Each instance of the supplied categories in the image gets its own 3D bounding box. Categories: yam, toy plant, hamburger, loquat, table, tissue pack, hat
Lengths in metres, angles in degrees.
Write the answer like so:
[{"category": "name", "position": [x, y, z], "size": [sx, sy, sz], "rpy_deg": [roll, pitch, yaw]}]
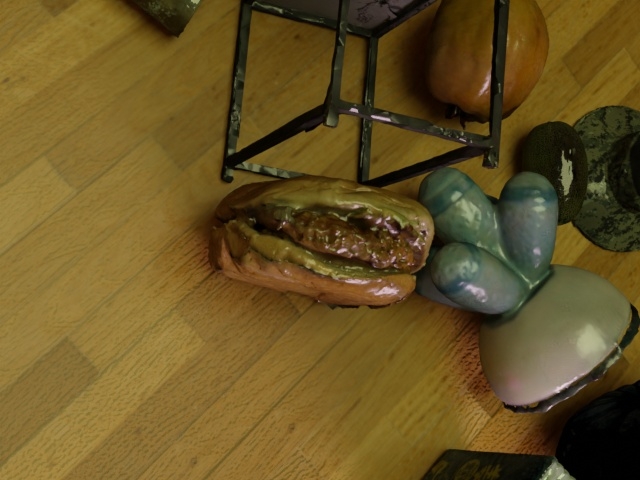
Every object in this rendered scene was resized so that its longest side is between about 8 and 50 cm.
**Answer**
[{"category": "yam", "position": [-0.227, -0.360, 1.197], "size": [0.194, 0.107, 0.107], "rpy_deg": [37, 69, -15]}, {"category": "toy plant", "position": [0.249, 0.041, 1.302], "size": [0.247, 0.247, 0.332], "rpy_deg": [-42, 97, -24]}, {"category": "hamburger", "position": [0.000, 0.000, 1.150], "size": [0.259, 0.283, 0.144], "rpy_deg": [19, 83, -26]}, {"category": "loquat", "position": [0.234, -0.270, 1.355], "size": [0.187, 0.176, 0.234], "rpy_deg": [23, 80, -63]}, {"category": "table", "position": [0.045, -0.211, 1.174], "size": [0.222, 0.335, 0.272], "rpy_deg": [10, 79, -23]}, {"category": "tissue pack", "position": [0.196, 0.359, 1.203], "size": [0.081, 0.257, 0.185], "rpy_deg": [44, 68, -11]}, {"category": "hat", "position": [0.521, -0.108, 1.496], "size": [0.265, 0.128, 0.265], "rpy_deg": [4, 82, -28]}]

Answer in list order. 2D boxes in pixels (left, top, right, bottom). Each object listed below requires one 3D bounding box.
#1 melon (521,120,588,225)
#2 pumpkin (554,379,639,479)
[{"category": "melon", "position": [0.356, -0.102, 1.434], "size": [0.099, 0.099, 0.162], "rpy_deg": [1, 81, -25]}, {"category": "pumpkin", "position": [0.497, 0.323, 1.292], "size": [0.363, 0.363, 0.266], "rpy_deg": [-16, 89, -26]}]
